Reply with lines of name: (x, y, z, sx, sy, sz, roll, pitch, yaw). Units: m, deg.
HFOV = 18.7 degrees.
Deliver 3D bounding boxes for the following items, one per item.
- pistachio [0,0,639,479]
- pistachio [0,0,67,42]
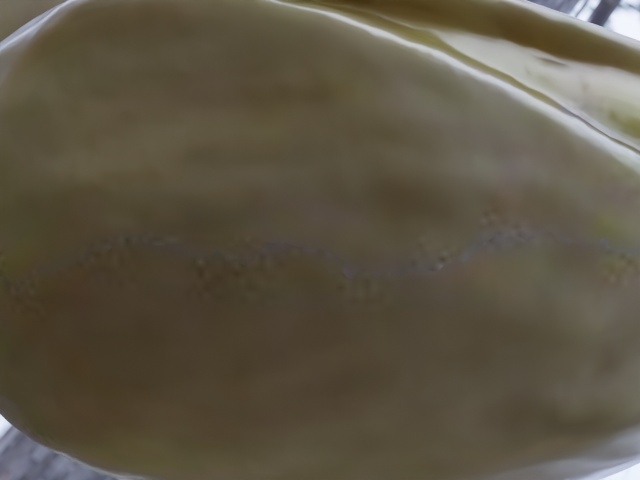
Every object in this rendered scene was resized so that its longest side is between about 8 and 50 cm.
pistachio: (0.000, 0.000, 0.445, 0.200, 0.117, 0.145, 5, -34, 22)
pistachio: (-0.216, -0.125, 0.933, 0.299, 0.187, 0.187, -7, -49, -3)
